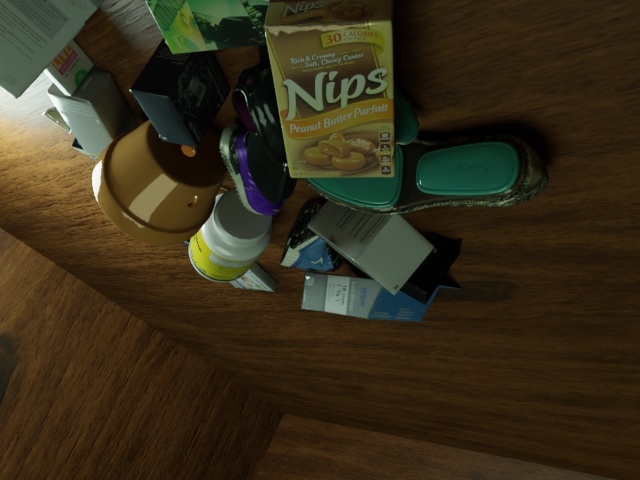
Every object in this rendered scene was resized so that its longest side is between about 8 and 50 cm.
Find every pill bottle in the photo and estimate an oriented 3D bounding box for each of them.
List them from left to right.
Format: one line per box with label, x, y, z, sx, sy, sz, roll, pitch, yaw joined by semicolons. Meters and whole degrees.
pill bottle;-0.234;-0.017;1.929;0.188;0.188;0.334;29;155;-7

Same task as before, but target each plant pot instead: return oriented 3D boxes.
plant pot;-0.345;-0.159;1.672;0.291;0.290;0.203;34;139;-18

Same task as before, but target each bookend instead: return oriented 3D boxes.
bookend;0.216;0.038;1.680;0.156;0.157;0.072;31;159;19

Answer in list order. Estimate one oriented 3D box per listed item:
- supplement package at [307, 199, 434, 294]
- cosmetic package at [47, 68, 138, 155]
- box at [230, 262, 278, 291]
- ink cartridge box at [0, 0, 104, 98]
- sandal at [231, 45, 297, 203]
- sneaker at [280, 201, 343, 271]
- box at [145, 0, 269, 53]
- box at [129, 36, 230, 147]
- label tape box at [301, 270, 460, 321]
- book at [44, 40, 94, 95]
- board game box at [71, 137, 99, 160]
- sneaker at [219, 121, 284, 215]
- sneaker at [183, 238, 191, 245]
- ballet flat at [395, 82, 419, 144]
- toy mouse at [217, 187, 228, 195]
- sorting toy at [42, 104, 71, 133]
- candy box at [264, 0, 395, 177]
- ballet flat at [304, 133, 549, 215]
supplement package;0.103;-0.010;1.572;0.139;0.134;0.244;40;178;-31
cosmetic package;-0.533;-0.300;1.748;0.127;0.107;0.238;14;151;16
box;-0.249;0.110;2.387;0.186;0.038;0.145;2;147;40
ink cartridge box;-0.610;-0.476;1.373;0.309;0.272;0.130;43;-179;-34
sandal;-0.098;-0.214;1.359;0.167;0.107;0.445;50;152;26
sneaker;0.000;0.000;1.851;0.147;0.129;0.330;16;163;-7
box;-0.110;-0.390;1.087;0.322;0.058;0.232;-2;149;12
box;-0.269;-0.294;1.434;0.093;0.158;0.156;15;154;23
label tape box;0.152;0.150;1.887;0.334;0.105;0.241;3;175;42
book;-0.569;-0.399;1.587;0.035;0.096;0.144;7;151;33
board game box;-0.505;-0.208;1.926;0.243;0.042;0.165;18;172;16
sneaker;-0.116;-0.141;1.666;0.146;0.102;0.293;13;153;25
sneaker;-0.464;-0.048;2.199;0.283;0.107;0.124;29;162;-7
ballet flat;0.077;-0.261;1.288;0.241;0.091;0.077;39;-178;-19
toy mouse;-0.320;-0.146;1.941;0.161;0.031;0.143;27;156;-3
sorting toy;-0.664;-0.328;1.897;0.083;0.044;0.075;37;146;-23
candy box;0.026;-0.235;1.159;0.183;0.087;0.316;0;142;6
ballet flat;0.193;-0.119;1.384;0.483;0.164;0.182;5;175;35
